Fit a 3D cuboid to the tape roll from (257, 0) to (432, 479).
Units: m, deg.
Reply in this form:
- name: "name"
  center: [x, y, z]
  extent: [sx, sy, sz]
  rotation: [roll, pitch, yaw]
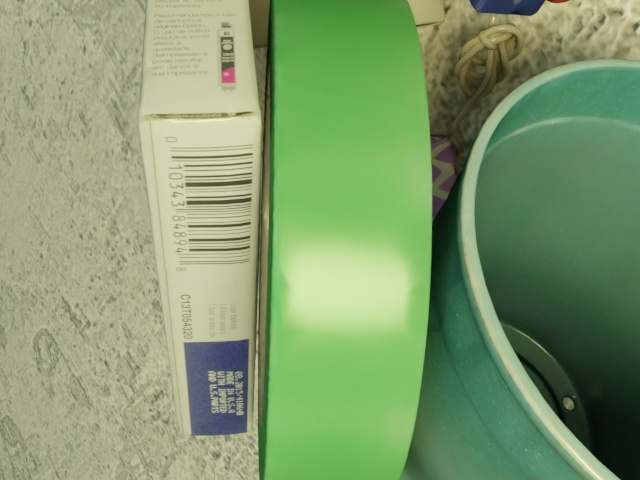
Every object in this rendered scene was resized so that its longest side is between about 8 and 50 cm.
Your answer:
- name: "tape roll"
  center: [0.000, 0.000, 0.515]
  extent: [0.321, 0.077, 0.321]
  rotation: [-178, 90, -85]

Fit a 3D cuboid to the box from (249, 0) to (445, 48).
- name: "box"
  center: [-0.032, -0.223, 0.682]
  extent: [0.275, 0.094, 0.113]
  rotation: [9, 111, 44]

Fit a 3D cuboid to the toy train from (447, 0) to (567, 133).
- name: "toy train"
  center: [0.106, -0.214, 0.546]
  extent: [0.143, 0.105, 0.248]
  rotation: [57, 137, 29]

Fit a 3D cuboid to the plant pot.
- name: "plant pot"
  center: [0.157, 0.078, 0.488]
  extent: [0.272, 0.271, 0.255]
  rotation: [55, 149, 16]

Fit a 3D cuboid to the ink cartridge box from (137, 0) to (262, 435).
- name: "ink cartridge box"
  center: [-0.084, -0.076, 0.601]
  extent: [0.324, 0.071, 0.330]
  rotation: [96, 171, -49]

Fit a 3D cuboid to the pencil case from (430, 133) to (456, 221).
- name: "pencil case"
  center: [0.079, 0.012, 0.666]
  extent: [0.088, 0.086, 0.206]
  rotation: [-119, 22, -76]
